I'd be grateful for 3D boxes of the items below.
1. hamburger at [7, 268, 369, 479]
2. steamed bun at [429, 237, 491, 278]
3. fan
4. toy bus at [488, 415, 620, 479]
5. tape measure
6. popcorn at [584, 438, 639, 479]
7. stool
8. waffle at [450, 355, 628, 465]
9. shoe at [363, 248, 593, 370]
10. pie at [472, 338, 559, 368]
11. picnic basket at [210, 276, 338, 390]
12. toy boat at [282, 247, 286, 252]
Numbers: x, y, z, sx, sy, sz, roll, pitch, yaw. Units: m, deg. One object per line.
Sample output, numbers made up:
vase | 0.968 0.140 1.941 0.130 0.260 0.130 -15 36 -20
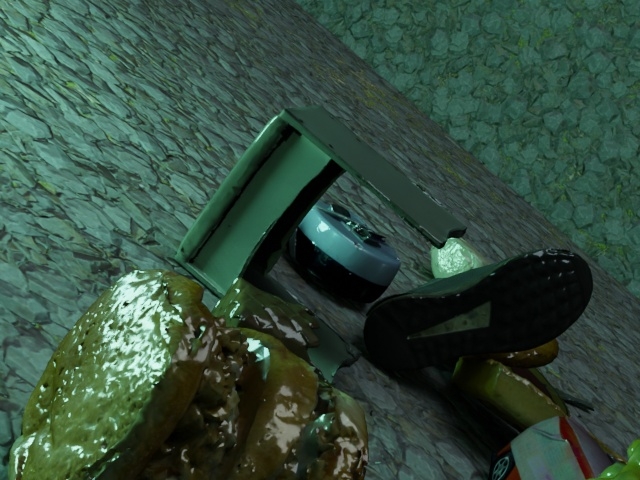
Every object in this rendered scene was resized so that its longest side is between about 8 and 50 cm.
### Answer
hamburger | -0.100 0.156 0.886 0.211 0.260 0.245 47 43 -26
steamed bun | 0.261 0.053 2.189 0.130 0.091 0.112 43 11 24
fan | 0.369 0.248 2.034 0.335 0.011 0.230 24 21 -34
toy bus | 0.302 0.336 1.433 0.127 0.147 0.303 40 16 -15
tape measure | 0.036 0.014 1.802 0.181 0.107 0.182 40 12 31
popcorn | 0.305 0.355 1.132 0.274 0.336 0.279 28 -7 5
stool | 0.000 0.000 1.513 0.269 0.244 0.170 40 17 8
waffle | 0.310 0.258 1.676 0.248 0.055 0.221 38 -5 -4
shoe | 0.222 0.099 1.706 0.171 0.336 0.132 -137 -148 -87
pie | 0.258 0.145 1.881 0.273 0.069 0.273 17 2 -1
picnic basket | -0.045 0.135 1.236 0.178 0.138 0.128 31 19 -19
toy boat | -0.089 -0.035 1.725 0.064 0.072 0.206 27 19 -28
